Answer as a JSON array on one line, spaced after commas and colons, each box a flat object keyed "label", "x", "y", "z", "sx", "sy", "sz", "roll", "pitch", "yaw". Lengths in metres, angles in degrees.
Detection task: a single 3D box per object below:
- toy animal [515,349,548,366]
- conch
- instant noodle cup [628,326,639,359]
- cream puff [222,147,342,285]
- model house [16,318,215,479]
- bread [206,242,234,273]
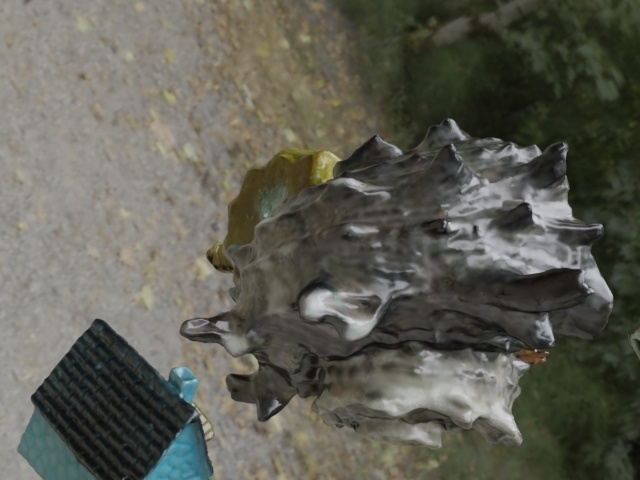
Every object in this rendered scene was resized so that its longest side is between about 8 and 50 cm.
[{"label": "toy animal", "x": 0.144, "y": 0.058, "z": 1.295, "sx": 0.066, "sy": 0.229, "sz": 0.224, "roll": -86, "pitch": 174, "yaw": -67}, {"label": "conch", "x": 0.059, "y": 0.054, "z": 0.747, "sx": 0.240, "sy": 0.313, "sz": 0.186, "roll": 38, "pitch": 40, "yaw": -12}, {"label": "instant noodle cup", "x": 0.659, "y": 0.142, "z": 1.729, "sx": 0.294, "sy": 0.308, "sz": 0.294, "roll": 53, "pitch": -4, "yaw": 5}, {"label": "cream puff", "x": 0.000, "y": 0.000, "z": 0.925, "sx": 0.116, "sy": 0.146, "sz": 0.146, "roll": 22, "pitch": 45, "yaw": -39}, {"label": "model house", "x": -0.244, "y": 0.230, "z": 1.535, "sx": 0.226, "sy": 0.241, "sz": 0.261, "roll": -7, "pitch": 35, "yaw": -47}, {"label": "bread", "x": -0.108, "y": 0.026, "z": 1.484, "sx": 0.034, "sy": 0.088, "sz": 0.049, "roll": -60, "pitch": 136, "yaw": -30}]
